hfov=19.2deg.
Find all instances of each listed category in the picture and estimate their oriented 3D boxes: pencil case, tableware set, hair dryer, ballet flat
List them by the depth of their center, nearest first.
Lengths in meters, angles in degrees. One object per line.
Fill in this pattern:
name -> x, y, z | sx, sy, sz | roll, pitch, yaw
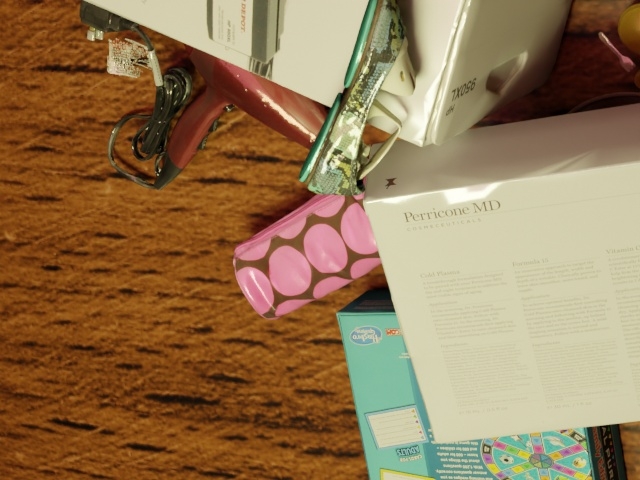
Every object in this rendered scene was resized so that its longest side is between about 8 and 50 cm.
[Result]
ballet flat -> 0.042, -0.116, 1.514 | 0.070, 0.070, 0.188 | 33, 123, 16
tableware set -> 0.332, -0.190, 1.678 | 0.154, 0.024, 0.104 | -40, 89, 34
pencil case -> 0.000, 0.000, 1.904 | 0.098, 0.095, 0.209 | 36, 128, -28
hair dryer -> -0.107, -0.148, 1.939 | 0.293, 0.080, 0.223 | 14, 130, 32

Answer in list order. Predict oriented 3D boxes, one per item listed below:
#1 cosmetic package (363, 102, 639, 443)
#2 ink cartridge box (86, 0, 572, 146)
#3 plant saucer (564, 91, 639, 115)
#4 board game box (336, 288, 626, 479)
cosmetic package -> 0.253, 0.025, 1.638 | 0.377, 0.097, 0.284 | -8, 128, 13
ink cartridge box -> 0.005, -0.258, 1.684 | 0.395, 0.285, 0.166 | 25, 119, 19
plant saucer -> 0.296, -0.045, 1.744 | 0.199, 0.036, 0.198 | 11, 114, 28
board game box -> 0.171, 0.215, 1.889 | 0.254, 0.079, 0.336 | -2, 107, 31
